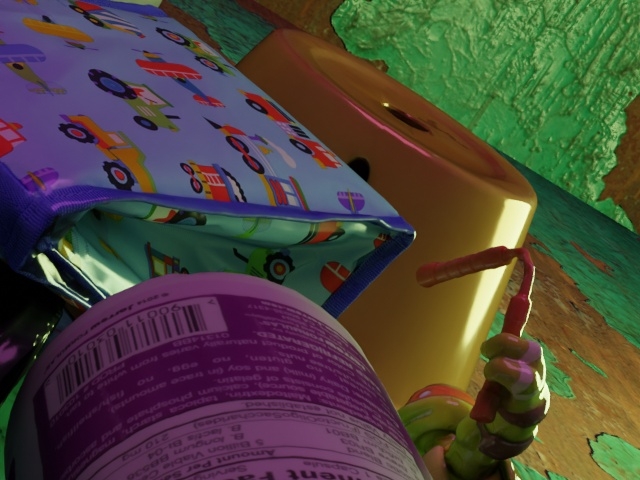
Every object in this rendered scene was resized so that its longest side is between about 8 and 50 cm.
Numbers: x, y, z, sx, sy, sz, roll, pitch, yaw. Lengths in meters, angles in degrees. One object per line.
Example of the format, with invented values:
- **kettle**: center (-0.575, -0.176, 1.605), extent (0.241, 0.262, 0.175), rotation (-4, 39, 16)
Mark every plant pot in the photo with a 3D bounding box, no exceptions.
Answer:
- **plant pot**: center (0.000, 0.000, 1.205), extent (0.291, 0.203, 0.291), rotation (31, 13, -8)

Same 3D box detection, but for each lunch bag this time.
- **lunch bag**: center (-0.126, -0.046, 0.910), extent (0.221, 0.138, 0.293), rotation (42, 10, 30)

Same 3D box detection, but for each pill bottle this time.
- **pill bottle**: center (-0.024, 0.142, 0.693), extent (0.169, 0.169, 0.301), rotation (28, 14, -22)

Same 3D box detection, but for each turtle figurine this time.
- **turtle figurine**: center (0.058, 0.149, 0.853), extent (0.087, 0.269, 0.217), rotation (14, 46, -19)

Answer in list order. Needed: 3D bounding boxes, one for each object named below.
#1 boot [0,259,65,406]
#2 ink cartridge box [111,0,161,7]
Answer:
- **boot**: center (-0.224, 0.004, 0.874), extent (0.207, 0.094, 0.246), rotation (36, 6, -8)
- **ink cartridge box**: center (-0.227, -0.163, 1.093), extent (0.197, 0.270, 0.198), rotation (38, 13, 20)
